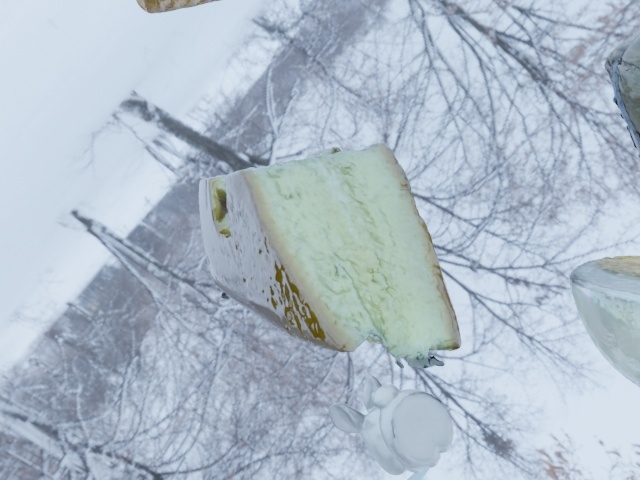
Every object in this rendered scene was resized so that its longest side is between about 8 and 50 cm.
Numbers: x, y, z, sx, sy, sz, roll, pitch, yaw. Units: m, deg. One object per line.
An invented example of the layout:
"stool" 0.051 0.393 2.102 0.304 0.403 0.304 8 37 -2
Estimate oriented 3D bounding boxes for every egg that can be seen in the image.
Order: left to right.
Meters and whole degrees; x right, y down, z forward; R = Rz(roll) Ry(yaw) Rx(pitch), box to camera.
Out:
"egg" 0.532 0.137 0.823 0.337 0.336 0.201 -154 -121 -76

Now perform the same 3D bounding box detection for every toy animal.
"toy animal" 0.131 0.324 1.022 0.127 0.178 0.193 -46 -171 -25

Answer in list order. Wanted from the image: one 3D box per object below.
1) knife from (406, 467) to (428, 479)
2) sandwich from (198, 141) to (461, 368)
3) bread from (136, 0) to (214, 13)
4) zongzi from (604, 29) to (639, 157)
"knife" 0.105 0.586 1.206 0.331 0.044 0.080 -39 180 -5
"sandwich" 0.000 0.000 0.407 0.122 0.128 0.235 -11 -170 -24
"bread" -0.140 -0.292 0.648 0.044 0.052 0.157 14 -145 41
"zongzi" 0.494 -0.086 0.634 0.174 0.356 0.393 -33 -161 15
